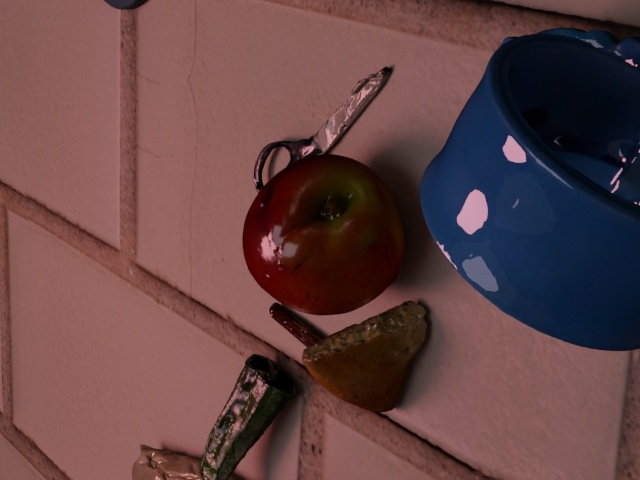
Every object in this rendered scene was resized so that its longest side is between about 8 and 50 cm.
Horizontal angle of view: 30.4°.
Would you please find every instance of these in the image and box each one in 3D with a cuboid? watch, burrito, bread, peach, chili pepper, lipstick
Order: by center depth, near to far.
[{"bbox_3d":[0.208,-0.074,0.953,0.305,0.274,0.241,49,134,28],"label":"watch"},{"bbox_3d":[0.000,0.000,1.333,0.197,0.197,0.197,16,110,50],"label":"peach"},{"bbox_3d":[0.043,0.137,1.335,0.054,0.136,0.154,-121,42,-53],"label":"bread"},{"bbox_3d":[-0.013,0.126,1.497,0.176,0.027,0.027,34,123,46],"label":"lipstick"},{"bbox_3d":[-0.109,0.267,1.590,0.088,0.059,0.227,44,117,36],"label":"chili pepper"},{"bbox_3d":[-0.167,0.385,1.715,0.392,0.076,0.117,7,103,51],"label":"burrito"}]

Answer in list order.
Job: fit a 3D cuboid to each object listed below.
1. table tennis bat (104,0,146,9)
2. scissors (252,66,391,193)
[{"bbox_3d":[-0.318,-0.498,1.748,0.215,0.044,0.329,-39,69,51],"label":"table tennis bat"},{"bbox_3d":[0.002,-0.120,1.425,0.300,0.022,0.109,-45,67,47],"label":"scissors"}]
